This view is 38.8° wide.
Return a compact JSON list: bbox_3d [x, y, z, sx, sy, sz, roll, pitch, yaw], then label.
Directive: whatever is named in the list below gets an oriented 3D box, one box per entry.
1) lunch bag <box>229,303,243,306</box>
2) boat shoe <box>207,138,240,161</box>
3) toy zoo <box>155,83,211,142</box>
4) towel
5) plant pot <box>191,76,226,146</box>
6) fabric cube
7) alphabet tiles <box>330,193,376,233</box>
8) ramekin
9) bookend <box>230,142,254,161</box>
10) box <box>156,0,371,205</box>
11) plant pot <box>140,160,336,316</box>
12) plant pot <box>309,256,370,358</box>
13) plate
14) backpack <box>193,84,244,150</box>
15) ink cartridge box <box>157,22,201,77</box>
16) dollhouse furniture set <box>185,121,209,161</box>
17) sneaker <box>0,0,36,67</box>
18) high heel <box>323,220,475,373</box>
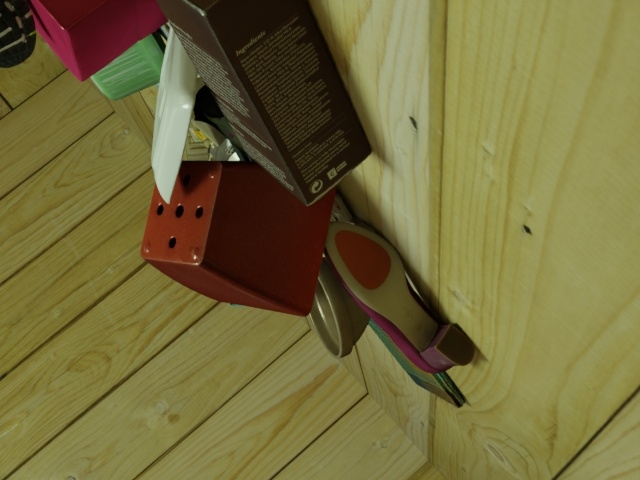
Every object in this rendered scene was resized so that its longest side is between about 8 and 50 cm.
[{"bbox_3d":[-0.123,-0.011,2.036,0.223,0.160,0.262,-89,6,-59],"label":"lunch bag"},{"bbox_3d":[-0.205,-0.200,2.074,0.096,0.116,0.324,55,166,0],"label":"boat shoe"},{"bbox_3d":[-0.380,-0.369,2.449,0.192,0.030,0.293,36,163,54],"label":"toy zoo"},{"bbox_3d":[0.183,0.229,2.159,0.370,0.040,0.271,51,170,-15],"label":"towel"},{"bbox_3d":[-0.220,-0.280,1.873,0.109,0.096,0.109,44,167,35],"label":"plant pot"},{"bbox_3d":[-0.365,-0.451,1.422,0.254,0.259,0.258,51,168,0],"label":"fabric cube"},{"bbox_3d":[0.058,-0.018,1.836,0.284,0.021,0.278,36,164,55],"label":"alphabet tiles"},{"bbox_3d":[-0.424,-0.433,1.838,0.303,0.148,0.303,63,180,0],"label":"ramekin"},{"bbox_3d":[-0.116,-0.166,1.835,0.157,0.072,0.156,53,172,38],"label":"bookend"},{"bbox_3d":[-0.083,-0.246,1.276,0.191,0.143,0.381,42,169,40],"label":"box"},{"bbox_3d":[-0.164,-0.025,1.633,0.267,0.267,0.236,5,172,44],"label":"plant pot"},{"bbox_3d":[0.044,0.131,1.981,0.237,0.110,0.237,162,90,-76],"label":"plant pot"},{"bbox_3d":[-0.240,-0.247,1.501,0.278,0.045,0.277,119,156,-54],"label":"plate"},{"bbox_3d":[-0.117,-0.214,1.549,0.115,0.152,0.182,35,168,44],"label":"backpack"},{"bbox_3d":[-0.252,-0.397,1.696,0.311,0.065,0.186,50,170,14],"label":"ink cartridge box"},{"bbox_3d":[-0.283,-0.293,2.310,0.144,0.123,0.151,143,120,-77],"label":"dollhouse furniture set"},{"bbox_3d":[-0.520,-0.393,1.337,0.121,0.111,0.300,50,167,52],"label":"sneaker"},{"bbox_3d":[0.118,0.117,1.725,0.377,0.127,0.181,48,160,-5],"label":"high heel"}]
